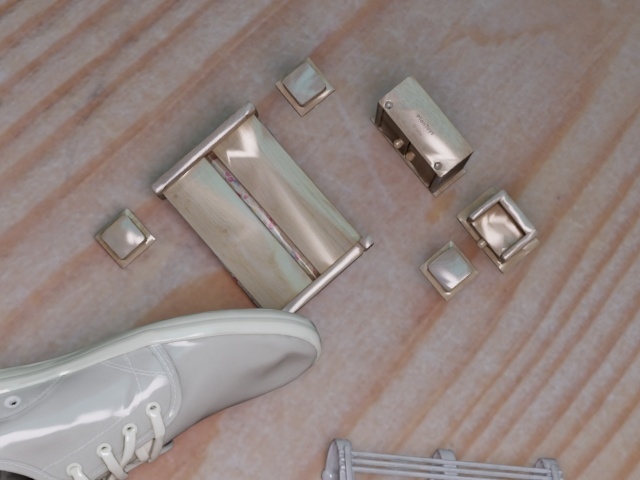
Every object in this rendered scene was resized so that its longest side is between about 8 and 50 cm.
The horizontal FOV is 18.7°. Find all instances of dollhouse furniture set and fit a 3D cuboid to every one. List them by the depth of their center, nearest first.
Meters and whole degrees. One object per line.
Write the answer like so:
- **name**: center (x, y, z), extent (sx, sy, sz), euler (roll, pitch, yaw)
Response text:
- **dollhouse furniture set**: center (0.000, 0.000, 2.051), extent (0.355, 0.174, 0.303), euler (-40, 86, -2)

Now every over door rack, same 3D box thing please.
- **over door rack**: center (0.130, 0.327, 1.812), extent (0.240, 0.108, 0.324), euler (6, 36, -12)

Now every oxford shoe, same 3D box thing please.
- **oxford shoe**: center (-0.206, 0.174, 1.807), extent (0.449, 0.169, 0.130), euler (-15, 60, -15)
